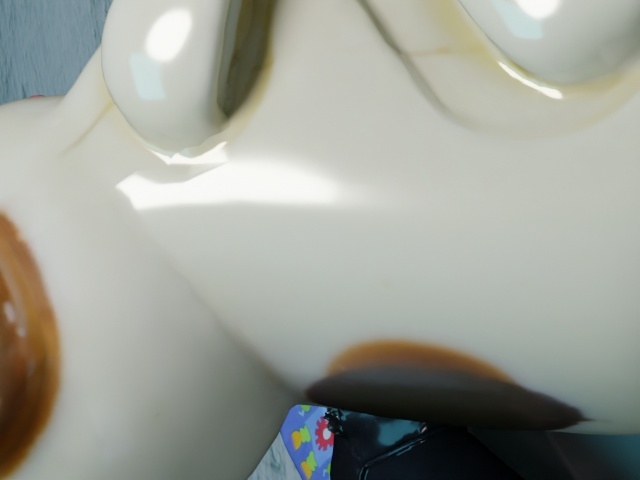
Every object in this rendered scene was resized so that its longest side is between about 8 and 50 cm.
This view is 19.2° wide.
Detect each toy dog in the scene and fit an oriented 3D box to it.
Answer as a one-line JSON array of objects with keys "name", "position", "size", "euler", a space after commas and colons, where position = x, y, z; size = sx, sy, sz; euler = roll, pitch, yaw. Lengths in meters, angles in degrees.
[{"name": "toy dog", "position": [0.000, 0.000, 0.822], "size": [0.284, 0.408, 0.395], "euler": [55, -165, -75]}]

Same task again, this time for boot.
[{"name": "boot", "position": [0.072, 0.110, 1.234], "size": [0.246, 0.094, 0.207], "euler": [6, 105, 57]}]

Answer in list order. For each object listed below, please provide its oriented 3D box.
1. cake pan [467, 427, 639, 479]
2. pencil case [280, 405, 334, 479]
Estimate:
[{"name": "cake pan", "position": [0.167, 0.076, 1.192], "size": [0.293, 0.054, 0.293], "euler": [45, 143, 49]}, {"name": "pencil case", "position": [0.044, 0.152, 1.435], "size": [0.133, 0.119, 0.306], "euler": [-50, 55, 37]}]
